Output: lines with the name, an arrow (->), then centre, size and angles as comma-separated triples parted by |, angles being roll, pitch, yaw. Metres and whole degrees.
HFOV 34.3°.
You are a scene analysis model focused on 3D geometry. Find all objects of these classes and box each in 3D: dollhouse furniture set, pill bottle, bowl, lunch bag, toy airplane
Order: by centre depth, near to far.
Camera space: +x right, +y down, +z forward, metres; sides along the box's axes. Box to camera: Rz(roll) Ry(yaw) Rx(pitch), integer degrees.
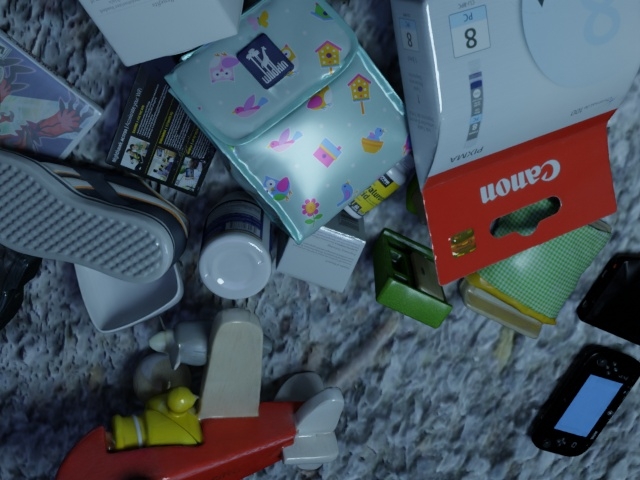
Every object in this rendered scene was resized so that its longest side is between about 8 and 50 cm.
lunch bag -> -0.036, -0.166, 1.280 | 0.223, 0.160, 0.262 | -39, 114, -4
pill bottle -> -0.110, -0.001, 1.375 | 0.094, 0.169, 0.094 | -1, 116, -1
pill bottle -> 0.075, -0.088, 1.398 | 0.116, 0.065, 0.065 | -40, 112, 16
dollhouse furniture set -> 0.247, 0.030, 1.415 | 0.301, 0.151, 0.198 | 25, 113, -14
bowl -> -0.259, 0.050, 1.433 | 0.142, 0.053, 0.142 | -25, 70, 10
toy airplane -> -0.161, 0.258, 1.483 | 0.386, 0.272, 0.384 | -45, 148, 9

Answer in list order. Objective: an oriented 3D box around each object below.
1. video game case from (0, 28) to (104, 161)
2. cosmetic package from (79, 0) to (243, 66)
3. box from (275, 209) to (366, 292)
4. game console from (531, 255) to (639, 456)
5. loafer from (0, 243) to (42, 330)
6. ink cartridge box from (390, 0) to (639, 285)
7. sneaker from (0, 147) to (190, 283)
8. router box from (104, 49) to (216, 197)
video game case -> -0.419, -0.156, 1.367 | 0.183, 0.023, 0.201 | 38, 109, -19
cosmetic package -> -0.190, -0.326, 1.175 | 0.151, 0.151, 0.184 | -11, 139, 19
box -> 0.000, 0.000, 1.419 | 0.102, 0.101, 0.087 | 19, 115, -10
game console -> 0.456, 0.191, 1.566 | 0.213, 0.044, 0.361 | 22, 114, -12
loafer -> -0.455, 0.069, 1.468 | 0.061, 0.062, 0.170 | 35, 109, 6
ink cartridge box -> 0.262, -0.154, 1.280 | 0.308, 0.091, 0.385 | -21, 114, -21
sneaker -> -0.324, -0.039, 1.366 | 0.321, 0.127, 0.126 | 23, 112, 8
router box -> -0.191, -0.161, 1.361 | 0.133, 0.046, 0.179 | 21, 114, -12
